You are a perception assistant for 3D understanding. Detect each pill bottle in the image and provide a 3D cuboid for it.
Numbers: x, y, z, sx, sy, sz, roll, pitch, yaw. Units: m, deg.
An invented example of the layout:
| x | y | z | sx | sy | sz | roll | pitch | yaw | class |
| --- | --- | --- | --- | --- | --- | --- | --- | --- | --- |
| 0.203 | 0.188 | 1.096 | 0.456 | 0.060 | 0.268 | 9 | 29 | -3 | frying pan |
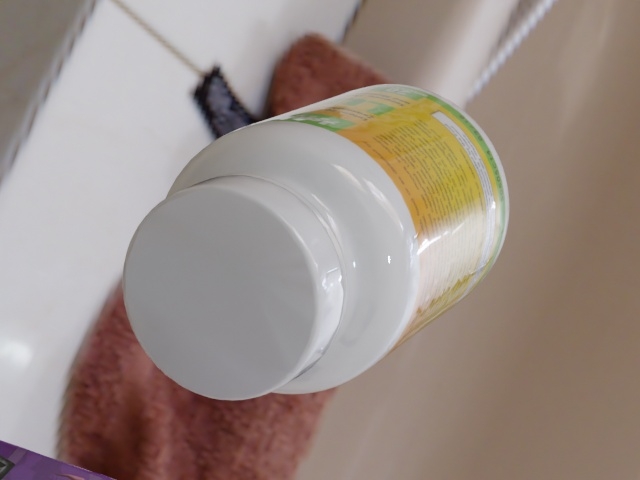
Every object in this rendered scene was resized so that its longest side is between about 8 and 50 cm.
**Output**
| x | y | z | sx | sy | sz | roll | pitch | yaw | class |
| --- | --- | --- | --- | --- | --- | --- | --- | --- | --- |
| 0.000 | 0.000 | 0.902 | 0.245 | 0.136 | 0.136 | -28 | 127 | -65 | pill bottle |

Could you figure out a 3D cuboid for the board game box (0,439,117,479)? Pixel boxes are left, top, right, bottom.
| x | y | z | sx | sy | sz | roll | pitch | yaw | class |
| --- | --- | --- | --- | --- | --- | --- | --- | --- | --- |
| -0.144 | 0.211 | 0.772 | 0.056 | 0.208 | 0.347 | -55 | 159 | -43 | board game box |
